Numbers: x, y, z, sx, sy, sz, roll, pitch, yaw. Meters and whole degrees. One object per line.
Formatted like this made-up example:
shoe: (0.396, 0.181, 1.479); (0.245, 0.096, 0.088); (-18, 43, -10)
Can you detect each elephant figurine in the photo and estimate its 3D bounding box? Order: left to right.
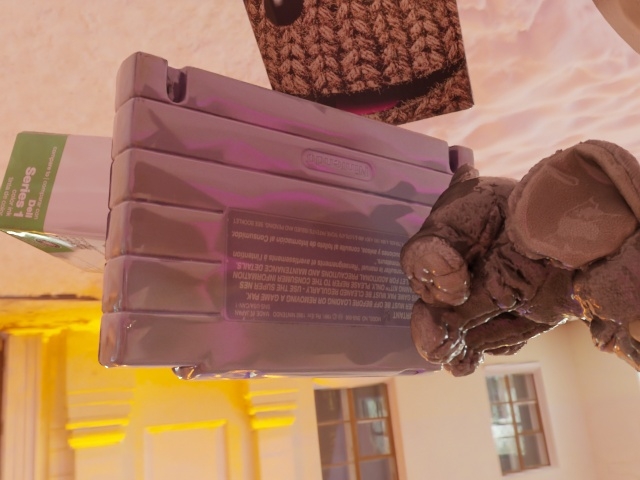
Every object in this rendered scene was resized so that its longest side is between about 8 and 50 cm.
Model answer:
elephant figurine: (0.192, 0.020, 0.432); (0.240, 0.185, 0.169); (-11, -175, 36)

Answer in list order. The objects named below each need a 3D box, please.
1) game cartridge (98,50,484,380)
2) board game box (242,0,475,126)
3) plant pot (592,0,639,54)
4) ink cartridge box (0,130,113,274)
game cartridge: (0.000, 0.000, 0.524); (0.355, 0.229, 0.068); (8, 170, -35)
board game box: (0.040, -0.288, 0.735); (0.232, 0.290, 0.141); (-12, -153, 13)
plant pot: (0.196, -0.156, 0.137); (0.257, 0.256, 0.274); (-12, -172, 21)
ink cartridge box: (-0.181, -0.024, 0.709); (0.279, 0.116, 0.201); (6, 164, 11)
